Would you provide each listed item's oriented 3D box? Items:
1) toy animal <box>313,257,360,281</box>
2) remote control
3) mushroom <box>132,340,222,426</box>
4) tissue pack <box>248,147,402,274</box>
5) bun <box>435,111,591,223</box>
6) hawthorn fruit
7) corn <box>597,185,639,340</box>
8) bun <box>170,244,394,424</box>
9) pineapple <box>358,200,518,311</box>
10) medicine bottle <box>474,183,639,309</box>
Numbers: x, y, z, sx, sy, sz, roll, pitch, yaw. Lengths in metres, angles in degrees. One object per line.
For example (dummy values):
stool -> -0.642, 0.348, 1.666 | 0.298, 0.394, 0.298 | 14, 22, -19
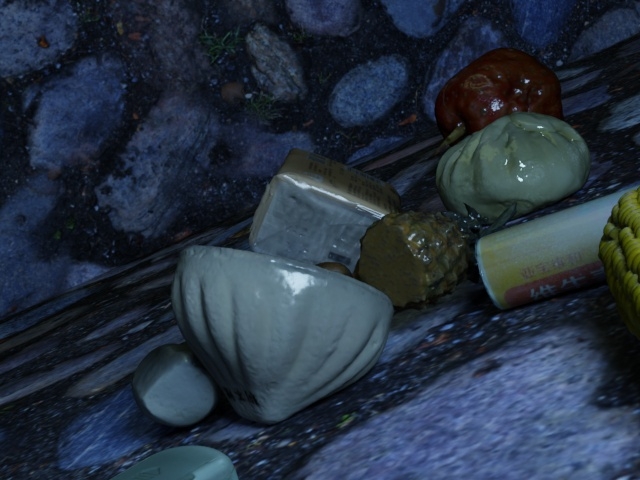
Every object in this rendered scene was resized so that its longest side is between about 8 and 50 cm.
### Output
toy animal -> -0.019, 0.083, 1.356 | 0.179, 0.089, 0.188 | -4, -27, -30
remote control -> -0.212, 0.275, 0.897 | 0.296, 0.056, 0.140 | -28, 13, -39
mushroom -> -0.174, 0.167, 1.276 | 0.118, 0.103, 0.270 | -36, 6, 4
tissue pack -> 0.000, 0.000, 1.575 | 0.238, 0.238, 0.305 | -21, 10, 7
bun -> 0.313, -0.127, 1.631 | 0.259, 0.160, 0.259 | -19, 12, 4
hawthorn fruit -> 0.369, -0.270, 2.046 | 0.258, 0.258, 0.262 | -14, -8, 40
corn -> 0.309, 0.035, 0.830 | 0.130, 0.130, 0.347 | -20, 14, 13
bun -> -0.055, 0.118, 1.124 | 0.263, 0.175, 0.263 | 12, -11, 3
pineapple -> 0.164, 0.013, 1.248 | 0.248, 0.128, 0.128 | -12, 0, -41
medicine bottle -> 0.383, -0.024, 1.083 | 0.426, 0.108, 0.108 | -20, 10, 24
